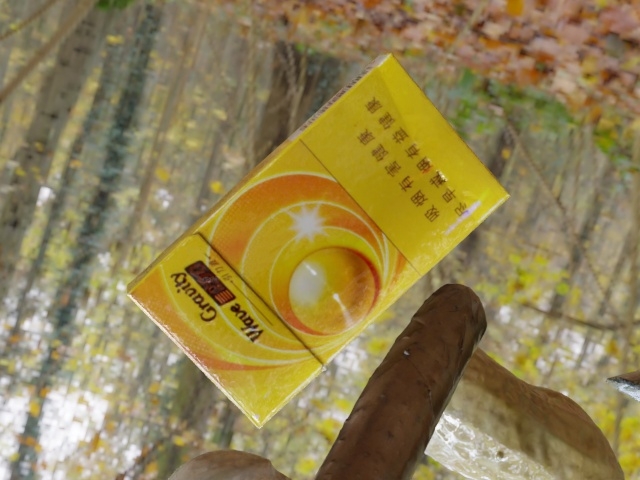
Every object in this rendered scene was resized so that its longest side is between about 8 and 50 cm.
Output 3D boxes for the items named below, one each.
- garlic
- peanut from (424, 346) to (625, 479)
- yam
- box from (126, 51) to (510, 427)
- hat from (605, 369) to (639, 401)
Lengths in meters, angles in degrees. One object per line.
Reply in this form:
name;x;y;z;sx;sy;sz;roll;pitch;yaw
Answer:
garlic;-0.121;0.334;1.444;0.128;0.198;0.090;59;180;-19
peanut;0.194;0.203;1.154;0.313;0.149;0.149;34;-175;-17
yam;0.046;0.106;0.653;0.057;0.057;0.241;21;-142;16
box;0.000;0.000;0.855;0.152;0.269;0.043;49;179;-13
hat;0.397;0.122;0.983;0.265;0.128;0.265;25;176;2
